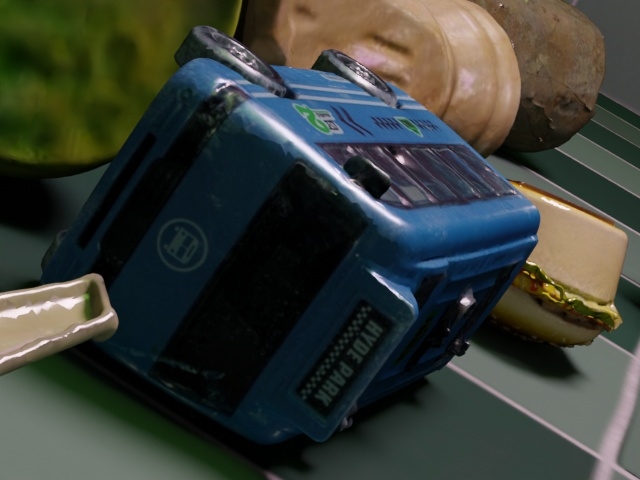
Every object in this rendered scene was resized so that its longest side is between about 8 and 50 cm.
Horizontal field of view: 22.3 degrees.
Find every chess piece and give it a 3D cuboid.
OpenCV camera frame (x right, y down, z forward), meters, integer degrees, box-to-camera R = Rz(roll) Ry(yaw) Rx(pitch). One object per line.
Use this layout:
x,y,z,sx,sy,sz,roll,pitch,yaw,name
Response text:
0.030,-0.124,1.113,0.137,0.137,0.301,36,14,24,chess piece

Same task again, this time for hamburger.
0.113,0.011,0.917,0.126,0.081,0.141,19,5,-43,hamburger

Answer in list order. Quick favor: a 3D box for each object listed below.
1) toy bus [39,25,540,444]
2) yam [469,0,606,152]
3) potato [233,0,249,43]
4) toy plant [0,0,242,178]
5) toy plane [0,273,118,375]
0.000,0.000,0.656,0.134,0.113,0.246,39,14,13,toy bus
0.126,-0.181,1.471,0.268,0.161,0.161,16,19,-41,yam
-0.107,-0.193,1.054,0.165,0.165,0.262,32,9,9,potato
-0.167,-0.147,0.762,0.224,0.185,0.316,-1,17,-29,toy plant
-0.155,0.018,0.333,0.241,0.104,0.256,9,13,-18,toy plane
